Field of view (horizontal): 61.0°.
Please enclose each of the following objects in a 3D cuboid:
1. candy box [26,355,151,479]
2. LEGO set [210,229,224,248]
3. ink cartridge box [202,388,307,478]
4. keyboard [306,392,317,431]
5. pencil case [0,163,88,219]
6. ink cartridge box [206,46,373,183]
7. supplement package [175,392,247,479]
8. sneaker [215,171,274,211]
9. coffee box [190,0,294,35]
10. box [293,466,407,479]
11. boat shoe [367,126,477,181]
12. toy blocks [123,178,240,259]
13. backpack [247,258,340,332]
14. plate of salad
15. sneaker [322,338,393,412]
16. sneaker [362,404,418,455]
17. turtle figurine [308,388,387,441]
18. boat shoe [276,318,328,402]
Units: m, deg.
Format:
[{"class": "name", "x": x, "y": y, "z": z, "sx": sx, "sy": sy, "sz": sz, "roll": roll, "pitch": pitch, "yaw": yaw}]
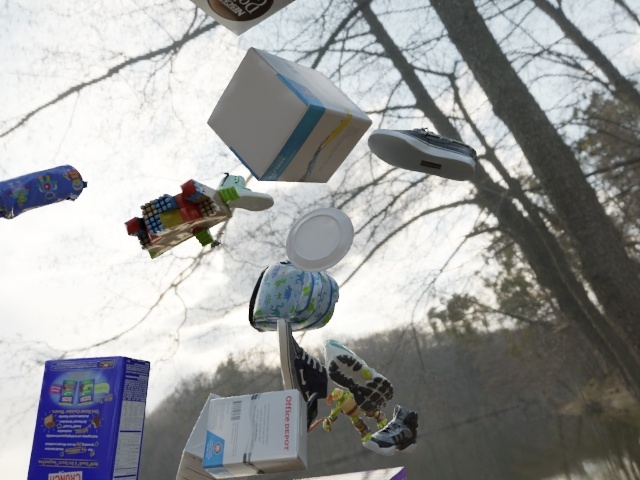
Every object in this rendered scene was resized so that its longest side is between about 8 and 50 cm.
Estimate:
[{"class": "candy box", "x": -0.582, "y": 0.462, "z": 1.371, "sx": 0.268, "sy": 0.318, "sz": 0.122, "roll": -7, "pitch": -21, "yaw": 22}, {"class": "LEGO set", "x": -0.402, "y": 0.002, "z": 2.094, "sx": 0.054, "sy": 0.023, "sz": 0.083, "roll": 10, "pitch": -68, "yaw": -7}, {"class": "ink cartridge box", "x": -0.126, "y": 0.385, "z": 1.084, "sx": 0.190, "sy": 0.140, "sz": 0.082, "roll": -9, "pitch": -41, "yaw": 9}, {"class": "keyboard", "x": -0.047, "y": 0.492, "z": 1.500, "sx": 0.023, "sy": 0.108, "sz": 0.180, "roll": 8, "pitch": 25, "yaw": 18}, {"class": "pencil case", "x": -0.941, "y": -0.162, "z": 1.809, "sx": 0.119, "sy": 0.133, "sz": 0.306, "roll": -9, "pitch": 14, "yaw": 39}, {"class": "ink cartridge box", "x": -0.061, "y": -0.262, "z": 1.202, "sx": 0.197, "sy": 0.198, "sz": 0.270, "roll": -52, "pitch": -23, "yaw": 25}, {"class": "supplement package", "x": -0.273, "y": 0.589, "z": 1.477, "sx": 0.175, "sy": 0.178, "sz": 0.293, "roll": 22, "pitch": -48, "yaw": -1}, {"class": "sneaker", "x": -0.281, "y": -0.193, "z": 2.038, "sx": 0.255, "sy": 0.151, "sz": 0.094, "roll": 4, "pitch": -37, "yaw": 16}, {"class": "coffee box", "x": -0.162, "y": -0.674, "z": 1.033, "sx": 0.334, "sy": 0.339, "sz": 0.337, "roll": -19, "pitch": -21, "yaw": 28}, {"class": "box", "x": 0.030, "y": 0.555, "z": 1.188, "sx": 0.293, "sy": 0.057, "sz": 0.201, "roll": -15, "pitch": -17, "yaw": 17}, {"class": "boat shoe", "x": 0.284, "y": -0.259, "z": 1.499, "sx": 0.306, "sy": 0.105, "sz": 0.113, "roll": 14, "pitch": -35, "yaw": 6}, {"class": "toy blocks", "x": -0.471, "y": -0.073, "z": 1.760, "sx": 0.381, "sy": 0.191, "sz": 0.261, "roll": -27, "pitch": -11, "yaw": 10}, {"class": "backpack", "x": -0.099, "y": 0.214, "z": 2.046, "sx": 0.355, "sy": 0.290, "sz": 0.273, "roll": 7, "pitch": -22, "yaw": 31}, {"class": "plate of salad", "x": 0.000, "y": 0.000, "z": 1.474, "sx": 0.199, "sy": 0.200, "sz": 0.048, "roll": -21, "pitch": -35, "yaw": 14}, {"class": "sneaker", "x": 0.101, "y": 0.355, "z": 1.443, "sx": 0.107, "sy": 0.110, "sz": 0.275, "roll": -39, "pitch": -60, "yaw": 1}, {"class": "sneaker", "x": 0.251, "y": 0.654, "z": 1.892, "sx": 0.101, "sy": 0.153, "sz": 0.268, "roll": 9, "pitch": -7, "yaw": 45}, {"class": "turtle figurine", "x": 0.093, "y": 0.542, "z": 1.727, "sx": 0.269, "sy": 0.217, "sz": 0.087, "roll": -47, "pitch": 19, "yaw": -9}, {"class": "boat shoe", "x": -0.063, "y": 0.421, "z": 1.915, "sx": 0.158, "sy": 0.341, "sz": 0.127, "roll": -9, "pitch": 21, "yaw": -8}]
